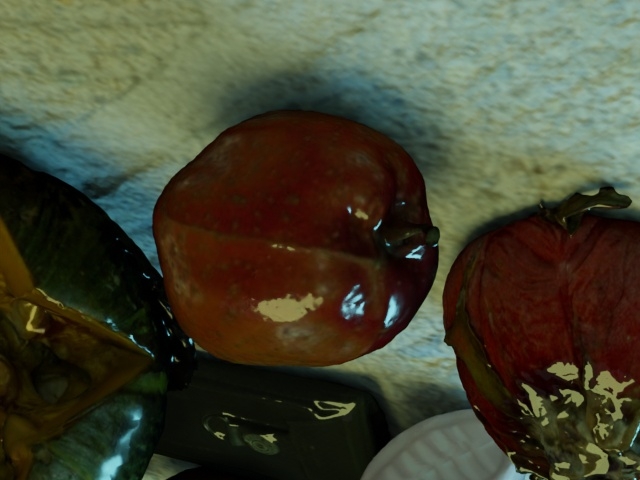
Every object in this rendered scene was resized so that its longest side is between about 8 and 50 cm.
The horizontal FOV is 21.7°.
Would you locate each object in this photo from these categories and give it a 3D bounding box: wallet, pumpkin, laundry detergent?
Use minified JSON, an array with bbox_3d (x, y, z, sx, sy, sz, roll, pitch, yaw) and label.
[{"bbox_3d":[-0.062,0.154,1.395,0.245,0.052,0.168,8,147,18],"label":"wallet"},{"bbox_3d":[-0.253,0.090,1.128,0.320,0.320,0.192,27,167,-18],"label":"pumpkin"},{"bbox_3d":[0.093,0.252,1.398,0.159,0.088,0.335,-25,153,-13],"label":"laundry detergent"}]

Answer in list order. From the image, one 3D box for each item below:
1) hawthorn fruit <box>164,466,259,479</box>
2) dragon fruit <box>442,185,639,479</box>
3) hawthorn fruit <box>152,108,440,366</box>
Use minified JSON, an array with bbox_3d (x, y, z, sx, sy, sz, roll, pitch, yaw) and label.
[{"bbox_3d":[-0.091,0.296,1.492,0.224,0.224,0.261,40,-174,-35],"label":"hawthorn fruit"},{"bbox_3d":[0.175,0.096,1.072,0.218,0.148,0.224,28,148,-17],"label":"dragon fruit"},{"bbox_3d":[0.000,0.000,0.984,0.194,0.157,0.157,-2,147,44],"label":"hawthorn fruit"}]
